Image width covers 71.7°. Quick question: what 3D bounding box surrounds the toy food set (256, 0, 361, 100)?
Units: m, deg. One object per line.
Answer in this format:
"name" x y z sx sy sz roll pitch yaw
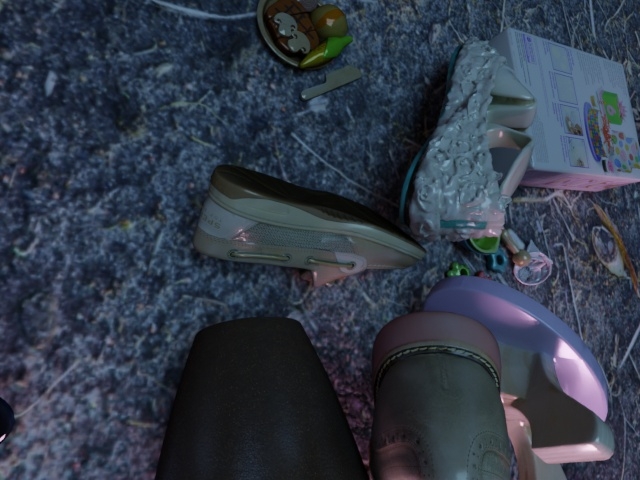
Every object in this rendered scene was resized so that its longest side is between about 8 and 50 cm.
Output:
"toy food set" -0.022 -0.296 0.602 0.132 0.039 0.192 -35 97 -29

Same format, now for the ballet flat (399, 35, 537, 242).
"ballet flat" 0.222 -0.145 0.607 0.147 0.147 0.408 39 53 -16

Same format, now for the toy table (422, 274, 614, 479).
"toy table" 0.219 0.192 0.536 0.274 0.252 0.161 36 48 2

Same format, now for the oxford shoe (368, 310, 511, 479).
"oxford shoe" 0.104 0.250 0.418 0.146 0.141 0.396 -76 156 -51

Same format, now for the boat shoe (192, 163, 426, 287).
"boat shoe" 0.000 0.000 0.529 0.303 0.109 0.098 13 110 -37

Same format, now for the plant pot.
"plant pot" -0.056 0.196 0.409 0.216 0.215 0.230 5 63 -27

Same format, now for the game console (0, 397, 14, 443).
"game console" -0.363 0.145 0.189 0.293 0.250 0.173 -40 91 -13

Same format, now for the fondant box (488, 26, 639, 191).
"fondant box" 0.430 -0.218 0.797 0.331 0.096 0.238 -1 80 -27

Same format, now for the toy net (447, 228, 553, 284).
"toy net" 0.303 0.035 0.706 0.233 0.045 0.121 16 73 -25
